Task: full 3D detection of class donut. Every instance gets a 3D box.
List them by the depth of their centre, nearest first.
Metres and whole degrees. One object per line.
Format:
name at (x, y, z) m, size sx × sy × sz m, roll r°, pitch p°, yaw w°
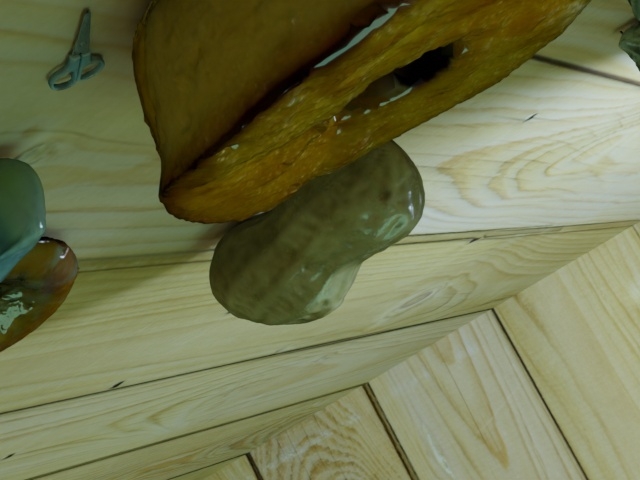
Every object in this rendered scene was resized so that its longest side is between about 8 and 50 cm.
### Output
donut at (0.020, -0.128, 0.806) m, size 0.303 × 0.110 × 0.303 m, roll -29°, pitch 170°, yaw -6°

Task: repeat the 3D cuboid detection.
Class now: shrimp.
shrimp at (-0.290, 0.062, 1.032) m, size 0.249 × 0.068 × 0.150 m, roll -26°, pitch 156°, yaw -33°

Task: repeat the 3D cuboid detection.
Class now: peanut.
peanut at (0.000, 0.000, 1.253) m, size 0.257 × 0.123 × 0.124 m, roll -34°, pitch 166°, yaw 38°

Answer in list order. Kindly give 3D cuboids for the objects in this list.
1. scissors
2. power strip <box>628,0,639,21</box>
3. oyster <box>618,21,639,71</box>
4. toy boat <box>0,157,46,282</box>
scissors at (-0.136, -0.109, 0.778) m, size 0.036 × 0.006 × 0.083 m, roll -25°, pitch 168°, yaw -24°
power strip at (0.241, -0.233, 0.749) m, size 0.194 × 0.059 × 0.265 m, roll 10°, pitch 129°, yaw -19°
oyster at (0.453, -0.211, 1.377) m, size 0.351 × 0.158 × 0.162 m, roll -14°, pitch 121°, yaw -24°
toy boat at (-0.324, 0.038, 0.807) m, size 0.330 × 0.123 × 0.215 m, roll -40°, pitch 175°, yaw 3°
